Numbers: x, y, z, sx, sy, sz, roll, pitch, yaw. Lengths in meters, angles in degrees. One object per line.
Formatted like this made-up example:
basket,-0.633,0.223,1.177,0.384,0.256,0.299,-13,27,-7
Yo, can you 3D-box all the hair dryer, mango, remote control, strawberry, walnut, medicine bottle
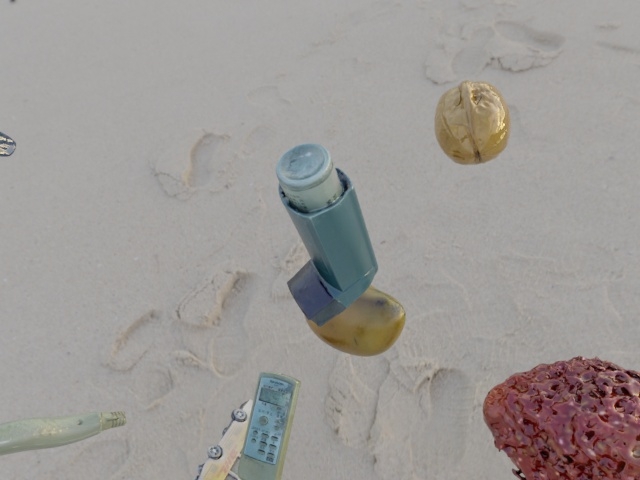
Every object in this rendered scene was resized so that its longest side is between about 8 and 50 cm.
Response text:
hair dryer,-0.468,0.308,0.690,0.296,0.298,0.119,-41,52,19
mango,0.086,0.195,1.356,0.172,0.212,0.317,-11,16,-42
remote control,-0.110,0.403,1.099,0.098,0.038,0.234,8,78,22
strawberry,0.280,0.205,0.555,0.201,0.184,0.187,18,53,21
walnut,0.325,-0.256,1.109,0.159,0.159,0.207,1,59,5
medicine bottle,0.000,0.000,0.635,0.124,0.258,0.079,-28,51,-6

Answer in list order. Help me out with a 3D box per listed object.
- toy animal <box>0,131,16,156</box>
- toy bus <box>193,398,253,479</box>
toy animal,-0.496,-0.086,0.584,0.239,0.255,0.176,-31,19,12
toy bus,-0.249,0.611,1.496,0.138,0.097,0.342,29,25,7
